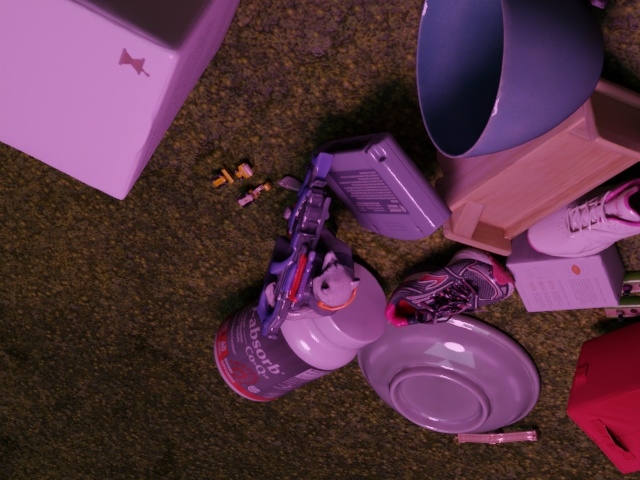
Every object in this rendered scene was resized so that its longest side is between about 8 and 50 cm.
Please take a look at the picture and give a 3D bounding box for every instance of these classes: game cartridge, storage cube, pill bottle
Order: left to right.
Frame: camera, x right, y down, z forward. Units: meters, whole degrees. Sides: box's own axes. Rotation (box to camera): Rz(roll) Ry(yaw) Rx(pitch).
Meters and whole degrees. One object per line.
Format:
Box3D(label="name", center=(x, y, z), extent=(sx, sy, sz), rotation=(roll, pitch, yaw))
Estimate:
Box3D(label="pill bottle", center=(-0.042, 0.183, 2.098), extent=(0.210, 0.210, 0.363), rotation=(39, 137, -18))
Box3D(label="game cartridge", center=(0.102, -0.088, 1.736), extent=(0.198, 0.062, 0.297), rotation=(47, 166, -17))
Box3D(label="storage cube", center=(0.585, 0.270, 1.833), extent=(0.183, 0.215, 0.193), rotation=(46, 134, -16))

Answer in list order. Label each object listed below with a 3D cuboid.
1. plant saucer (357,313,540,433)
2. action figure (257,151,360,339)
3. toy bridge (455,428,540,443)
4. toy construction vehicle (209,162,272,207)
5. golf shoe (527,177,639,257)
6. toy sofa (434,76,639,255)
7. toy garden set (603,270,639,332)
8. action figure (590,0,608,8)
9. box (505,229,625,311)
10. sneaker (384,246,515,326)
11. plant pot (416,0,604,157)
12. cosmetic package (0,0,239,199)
Box3D(label="plant saucer", center=(0.261, 0.310, 2.182), extent=(0.401, 0.100, 0.400), rotation=(12, 139, 11))
Box3D(label="action figure", center=(0.000, 0.000, 1.815), extent=(0.179, 0.330, 0.341), rotation=(13, 111, -21))
Box3D(label="toy bridge", center=(0.389, 0.437, 2.285), extent=(0.188, 0.026, 0.063), rotation=(-7, 174, 26))
Box3D(label="toy construction vehicle", center=(-0.150, -0.112, 1.965), extent=(0.098, 0.035, 0.086), rotation=(-29, 108, 40))
Box3D(label="golf shoe", center=(0.466, -0.049, 1.654), extent=(0.306, 0.115, 0.140), rotation=(-17, 163, 30))
Box3D(label="toy sofa", center=(0.353, -0.134, 1.642), extent=(0.150, 0.177, 0.362), rotation=(15, 146, -31))
Box3D(label="toy garden set", center=(0.630, 0.155, 1.881), extent=(0.204, 0.049, 0.244), rotation=(-4, 133, 28))
Box3D(label="action figure", center=(0.399, -0.444, 1.297), extent=(0.185, 0.099, 0.285), rotation=(31, 136, 4))
Box3D(label="box", center=(0.436, 0.048, 1.820), extent=(0.171, 0.091, 0.130), rotation=(-6, 131, 31))
Box3D(label="sneaker", center=(0.240, 0.102, 1.901), extent=(0.121, 0.112, 0.299), rotation=(51, 146, -9))
Box3D(label="plant pot", center=(0.279, -0.262, 1.448), extent=(0.196, 0.290, 0.290), rotation=(-2, 143, -17))
Box3D(label="cosmetic package", center=(-0.316, -0.348, 1.498), extent=(0.328, 0.393, 0.329), rotation=(28, 139, -6))
